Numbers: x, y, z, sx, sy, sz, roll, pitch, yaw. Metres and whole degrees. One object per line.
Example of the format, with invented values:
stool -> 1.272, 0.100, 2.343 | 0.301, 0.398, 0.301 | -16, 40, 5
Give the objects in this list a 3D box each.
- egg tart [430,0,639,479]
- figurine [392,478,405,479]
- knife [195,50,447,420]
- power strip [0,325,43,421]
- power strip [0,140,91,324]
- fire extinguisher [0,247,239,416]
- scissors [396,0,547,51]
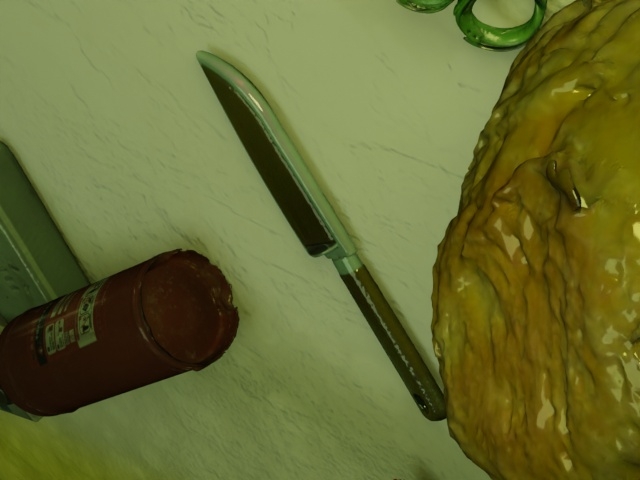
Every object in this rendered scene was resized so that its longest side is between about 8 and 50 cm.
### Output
egg tart -> 0.162, 0.021, 0.963 | 0.351, 0.153, 0.339 | -6, 95, 61
figurine -> 0.101, 0.236, 1.448 | 0.106, 0.047, 0.060 | 26, 157, 29
knife -> -0.001, 0.000, 1.351 | 0.343, 0.027, 0.061 | 59, 153, -13
power strip -> -0.369, 0.131, 1.888 | 0.106, 0.043, 0.367 | 52, 160, -17
power strip -> -0.314, 0.026, 1.755 | 0.194, 0.059, 0.265 | -4, 120, 54
fire extinguisher -> -0.227, 0.081, 1.597 | 0.337, 0.106, 0.147 | -21, 104, 45
scissors -> 0.116, -0.180, 0.988 | 0.101, 0.027, 0.204 | 25, 146, -14
